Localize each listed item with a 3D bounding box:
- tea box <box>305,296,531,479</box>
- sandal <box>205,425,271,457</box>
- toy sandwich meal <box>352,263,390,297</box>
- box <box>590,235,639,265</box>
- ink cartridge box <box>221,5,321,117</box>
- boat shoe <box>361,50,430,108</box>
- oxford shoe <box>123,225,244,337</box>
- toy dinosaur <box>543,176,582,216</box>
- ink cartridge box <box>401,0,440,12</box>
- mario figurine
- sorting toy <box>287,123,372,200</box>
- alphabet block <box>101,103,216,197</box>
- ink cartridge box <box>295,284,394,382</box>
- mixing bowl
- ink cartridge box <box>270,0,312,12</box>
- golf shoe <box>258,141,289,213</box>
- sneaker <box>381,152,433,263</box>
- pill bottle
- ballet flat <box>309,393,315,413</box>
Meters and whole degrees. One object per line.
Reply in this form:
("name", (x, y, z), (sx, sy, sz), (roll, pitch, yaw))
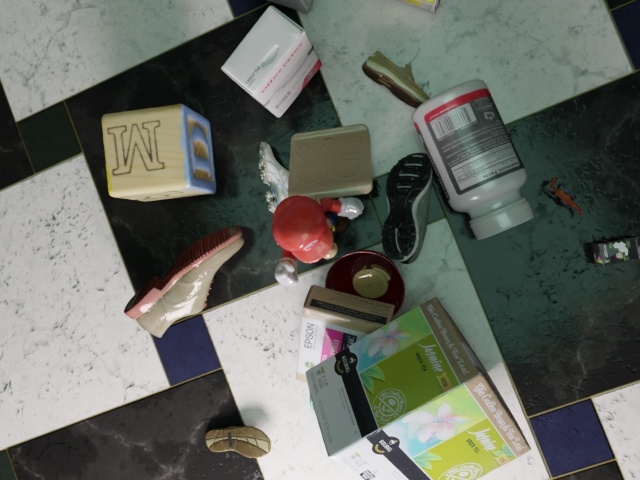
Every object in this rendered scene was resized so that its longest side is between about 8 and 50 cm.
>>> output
("tea box", (0.202, 0.351, 1.195), (0.323, 0.220, 0.329), (-33, 127, 8))
("sandal", (-0.199, 0.491, 1.427), (0.180, 0.049, 0.072), (-6, 84, 24))
("toy sandwich meal", (0.111, 0.088, 1.261), (0.086, 0.029, 0.085), (7, 123, 11))
("box", (0.650, 0.022, 1.273), (0.083, 0.062, 0.052), (-11, 90, 8))
("ink cartridge box", (-0.102, -0.392, 1.301), (0.100, 0.237, 0.172), (40, 96, 7))
("boat shoe", (0.190, -0.378, 1.344), (0.190, 0.068, 0.072), (38, 85, 7))
("oxford shoe", (-0.310, 0.099, 1.421), (0.348, 0.123, 0.130), (-37, 111, 6))
("toy dinosaur", (0.543, -0.106, 1.285), (0.082, 0.090, 0.047), (26, 110, -36))
("ink cartridge box", (0.181, -0.725, 1.339), (0.307, 0.072, 0.303), (22, 94, 7))
("mario figurine", (0.000, 0.000, 1.247), (0.170, 0.320, 0.198), (4, 92, 10))
("sorting toy", (0.022, -0.177, 1.346), (0.193, 0.038, 0.208), (-7, 53, 9))
("alphabet block", (-0.377, -0.200, 1.373), (0.197, 0.192, 0.193), (-5, 88, 8))
("ink cartridge box", (0.051, 0.233, 1.306), (0.193, 0.088, 0.234), (12, 126, 9))
("mixing bowl", (0.110, 0.093, 1.331), (0.181, 0.098, 0.181), (5, 110, 14))
("ink cartridge box", (-0.081, -0.710, 1.349), (0.201, 0.117, 0.278), (23, 94, 13))
("golf shoe", (-0.101, -0.156, 1.402), (0.086, 0.069, 0.176), (-14, 91, -11))
("sneaker", (0.204, -0.075, 1.335), (0.100, 0.108, 0.271), (6, 76, 27))
("pill bottle", (0.339, -0.170, 1.263), (0.176, 0.176, 0.318), (-24, 87, 9))
("ballet flat", (0.046, 0.449, 1.363), (0.083, 0.087, 0.247), (-33, 86, 8))
